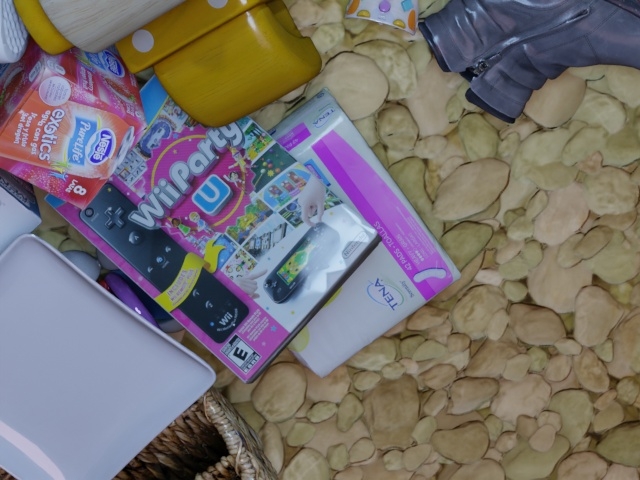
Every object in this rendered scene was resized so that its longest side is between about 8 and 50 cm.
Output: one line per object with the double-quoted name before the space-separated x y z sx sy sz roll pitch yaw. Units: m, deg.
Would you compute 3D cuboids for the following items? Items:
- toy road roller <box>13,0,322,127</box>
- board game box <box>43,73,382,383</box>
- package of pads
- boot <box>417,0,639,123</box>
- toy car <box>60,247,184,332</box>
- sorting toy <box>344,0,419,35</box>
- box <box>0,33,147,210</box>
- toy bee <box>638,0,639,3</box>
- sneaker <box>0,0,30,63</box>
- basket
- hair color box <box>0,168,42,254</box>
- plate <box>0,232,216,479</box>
"toy road roller" -0.128 -0.232 1.781 0.202 0.329 0.241 -28 96 23
"board game box" -0.117 -0.023 1.952 0.303 0.097 0.224 42 91 7
"package of pads" 0.000 0.000 2.102 0.229 0.101 0.296 -36 121 4
"boot" 0.291 -0.219 2.078 0.338 0.118 0.223 37 106 -18
"toy car" -0.227 0.075 2.054 0.182 0.136 0.159 -32 121 2
"sorting toy" 0.077 -0.281 2.003 0.083 0.045 0.075 14 89 1
"box" -0.277 -0.161 1.840 0.128 0.257 0.123 29 111 -27
"toy bee" 0.389 -0.343 1.994 0.162 0.298 0.195 -18 107 39
"sneaker" -0.355 -0.326 1.753 0.127 0.126 0.321 -4 76 7
"basket" -0.214 0.316 2.113 0.299 0.213 0.223 -33 141 3
"hair color box" -0.495 0.023 1.965 0.347 0.105 0.174 -42 121 9
"plate" -0.303 0.148 1.990 0.277 0.045 0.278 39 114 -17
